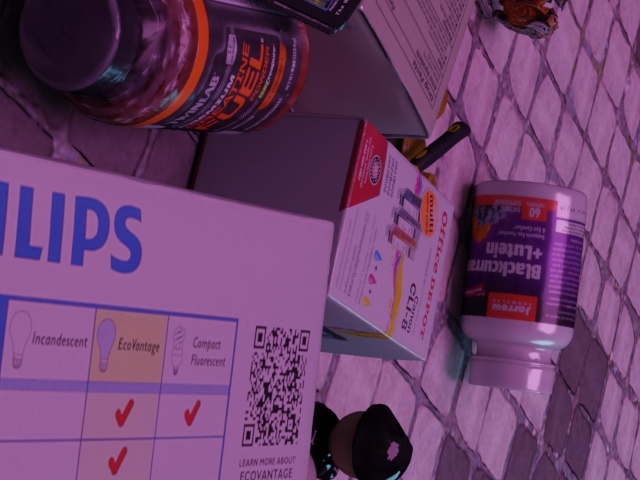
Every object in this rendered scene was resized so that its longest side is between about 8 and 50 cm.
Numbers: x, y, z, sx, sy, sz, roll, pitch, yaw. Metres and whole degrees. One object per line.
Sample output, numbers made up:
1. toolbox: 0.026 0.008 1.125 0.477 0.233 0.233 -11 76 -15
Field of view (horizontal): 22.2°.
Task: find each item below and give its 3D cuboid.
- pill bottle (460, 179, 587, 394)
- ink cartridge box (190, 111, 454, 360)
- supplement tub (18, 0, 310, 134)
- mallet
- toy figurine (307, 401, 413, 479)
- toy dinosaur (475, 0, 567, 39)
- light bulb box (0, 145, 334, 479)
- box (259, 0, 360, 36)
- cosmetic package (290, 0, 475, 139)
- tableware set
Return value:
1. pill bottle: 0.190 0.045 1.545 0.108 0.108 0.193 15 81 -62
2. ink cartridge box: 0.000 0.000 1.160 0.176 0.127 0.128 37 61 -59
3. supplement tub: -0.095 -0.118 0.989 0.198 0.106 0.106 -3 97 -61
4. mallet: 0.063 -0.056 1.341 0.189 0.062 0.039 -46 132 -52
5. toy figurine: -0.038 0.207 1.097 0.213 0.148 0.209 -2 96 -62
6. toy dinosaur: 0.187 -0.324 1.457 0.218 0.164 0.322 -53 163 -21
7. light bulb box: -0.184 0.143 0.729 0.358 0.225 0.361 12 83 -61
8. box: -0.008 -0.273 0.925 0.216 0.060 0.270 21 113 -38
9. cosmetic package: 0.054 -0.247 1.241 0.160 0.113 0.309 57 46 -49
10. tableware set: 0.083 -0.114 1.415 0.104 0.024 0.154 -20 110 -63
